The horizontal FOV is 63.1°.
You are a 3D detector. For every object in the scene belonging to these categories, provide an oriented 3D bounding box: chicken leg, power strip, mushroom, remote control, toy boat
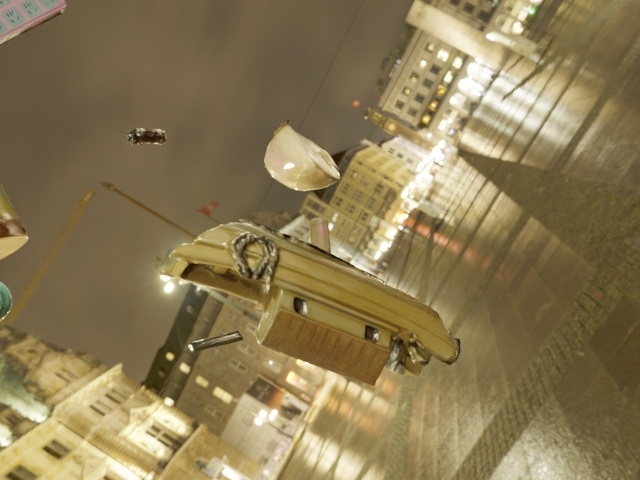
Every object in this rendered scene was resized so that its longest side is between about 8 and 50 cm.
[{"bbox_3d":[-0.648,-0.392,1.968,0.234,0.105,0.063,-26,-57,-66],"label":"chicken leg"},{"bbox_3d":[-0.717,-0.520,1.183,0.279,0.109,0.037,-48,21,-30],"label":"power strip"},{"bbox_3d":[-0.052,-0.192,1.501,0.162,0.173,0.236,-39,-30,20],"label":"mushroom"},{"bbox_3d":[-0.180,0.172,0.897,0.091,0.034,0.016,-9,-77,-31],"label":"remote control"},{"bbox_3d":[-0.012,0.107,0.770,0.136,0.445,0.162,-44,24,53],"label":"toy boat"}]

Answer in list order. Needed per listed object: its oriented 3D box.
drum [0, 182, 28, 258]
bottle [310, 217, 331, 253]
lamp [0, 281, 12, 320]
[{"bbox_3d":[-0.815,-0.016,0.995,0.430,0.214,0.431,-26,4,2],"label":"drum"},{"bbox_3d":[0.000,0.000,1.136,0.045,0.045,0.097,89,178,-77],"label":"bottle"},{"bbox_3d":[-1.073,0.198,1.536,0.283,0.210,0.147,-14,-9,-14],"label":"lamp"}]
